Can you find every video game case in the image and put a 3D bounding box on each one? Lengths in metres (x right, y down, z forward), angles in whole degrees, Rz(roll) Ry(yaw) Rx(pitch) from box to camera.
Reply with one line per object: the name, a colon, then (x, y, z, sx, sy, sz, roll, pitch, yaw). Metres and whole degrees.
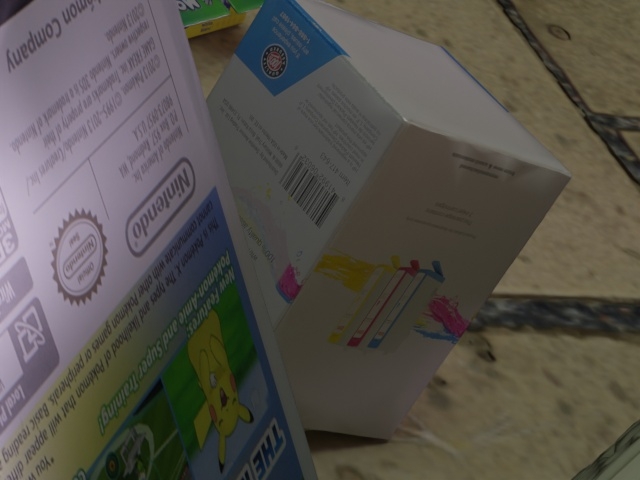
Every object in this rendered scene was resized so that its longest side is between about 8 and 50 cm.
video game case: (-0.084, 0.070, 0.378, 0.036, 0.299, 0.329, -6, 24, 22)

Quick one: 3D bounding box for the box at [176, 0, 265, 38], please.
box: (-0.112, -0.144, 0.905, 0.179, 0.043, 0.105, 33, 34, 26)

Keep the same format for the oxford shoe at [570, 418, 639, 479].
oxford shoe: (0.196, 0.071, 0.600, 0.449, 0.169, 0.130, -26, 76, -35)

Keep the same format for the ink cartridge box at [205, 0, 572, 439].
ink cartridge box: (0.000, 0.000, 0.662, 0.090, 0.143, 0.092, 13, 27, -43)
